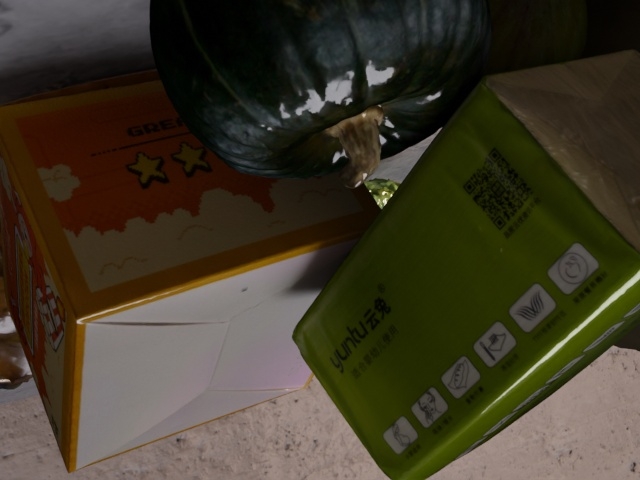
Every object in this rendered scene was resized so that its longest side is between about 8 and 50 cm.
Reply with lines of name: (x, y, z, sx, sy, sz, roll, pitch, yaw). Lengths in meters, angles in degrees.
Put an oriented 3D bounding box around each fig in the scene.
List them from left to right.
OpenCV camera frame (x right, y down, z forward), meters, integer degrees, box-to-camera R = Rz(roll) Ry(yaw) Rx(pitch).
fig: (0.141, -0.172, 0.606, 0.149, 0.149, 0.245, -15, 171, -14)

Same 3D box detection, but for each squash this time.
squash: (0.003, -0.127, 0.539, 0.218, 0.172, 0.218, -31, 151, -19)

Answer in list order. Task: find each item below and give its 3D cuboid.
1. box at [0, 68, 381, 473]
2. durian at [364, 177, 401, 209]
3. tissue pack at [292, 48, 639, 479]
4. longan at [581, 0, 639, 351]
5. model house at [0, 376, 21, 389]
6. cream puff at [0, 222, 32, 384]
box: (-0.129, 0.020, 0.767, 0.259, 0.214, 0.283, -15, 149, -26)
durian: (0.000, 0.000, 1.187, 0.256, 0.204, 0.339, -46, 149, 25)
tissue pack: (0.139, 0.020, 0.629, 0.200, 0.167, 0.275, -17, 153, -42)
longan: (0.372, -0.079, 0.822, 0.435, 0.404, 0.404, -12, 169, -7)
model house: (-0.521, 0.121, 1.065, 0.234, 0.175, 0.193, -11, 174, 24)
cream puff: (-0.314, 0.050, 0.989, 0.241, 0.155, 0.269, -12, 147, -31)
